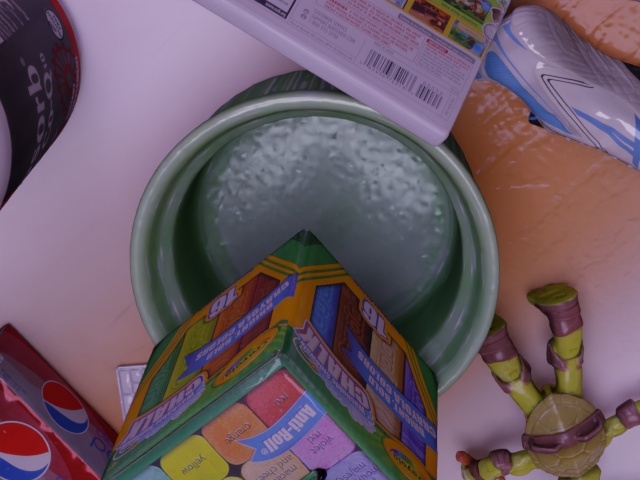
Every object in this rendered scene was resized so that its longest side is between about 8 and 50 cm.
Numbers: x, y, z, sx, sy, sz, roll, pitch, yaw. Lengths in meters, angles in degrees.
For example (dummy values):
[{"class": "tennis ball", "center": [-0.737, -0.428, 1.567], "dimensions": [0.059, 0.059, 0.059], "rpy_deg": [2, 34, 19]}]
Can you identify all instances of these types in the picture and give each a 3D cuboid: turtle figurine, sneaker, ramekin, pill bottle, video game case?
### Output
[{"class": "turtle figurine", "center": [0.201, 0.161, 1.391], "dimensions": [0.269, 0.087, 0.217], "rpy_deg": [-19, 109, 12]}, {"class": "sneaker", "center": [0.234, -0.110, 1.293], "dimensions": [0.237, 0.085, 0.086], "rpy_deg": [34, 140, -14]}, {"class": "ramekin", "center": [0.000, 0.000, 1.311], "dimensions": [0.303, 0.148, 0.303], "rpy_deg": [2, 112, 4]}, {"class": "pill bottle", "center": [-0.323, -0.096, 1.184], "dimensions": [0.210, 0.363, 0.210], "rpy_deg": [2, 112, 5]}, {"class": "video game case", "center": [0.036, -0.210, 1.211], "dimensions": [0.227, 0.206, 0.026], "rpy_deg": [30, 150, -7]}]

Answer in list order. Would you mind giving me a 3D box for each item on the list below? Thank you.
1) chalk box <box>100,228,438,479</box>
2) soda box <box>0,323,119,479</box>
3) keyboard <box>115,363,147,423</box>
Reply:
[{"class": "chalk box", "center": [-0.032, 0.155, 1.138], "dimensions": [0.180, 0.289, 0.179], "rpy_deg": [-37, 104, 17]}, {"class": "soda box", "center": [-0.244, 0.209, 1.451], "dimensions": [0.092, 0.083, 0.263], "rpy_deg": [-37, 105, 18]}, {"class": "keyboard", "center": [-0.063, 0.143, 1.446], "dimensions": [0.256, 0.014, 0.072], "rpy_deg": [-5, 111, 6]}]
